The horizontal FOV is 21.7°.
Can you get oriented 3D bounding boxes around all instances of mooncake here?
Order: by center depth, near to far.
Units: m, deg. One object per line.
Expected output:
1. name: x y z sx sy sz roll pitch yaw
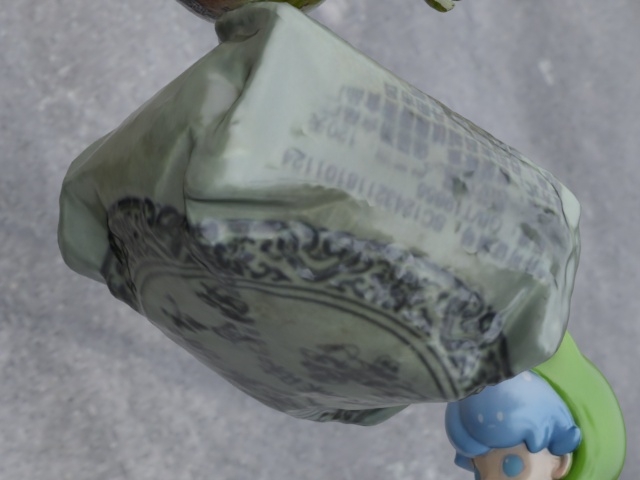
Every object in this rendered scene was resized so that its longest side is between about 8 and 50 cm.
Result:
1. mooncake: -0.001 0.005 0.891 0.254 0.250 0.136 27 67 -17

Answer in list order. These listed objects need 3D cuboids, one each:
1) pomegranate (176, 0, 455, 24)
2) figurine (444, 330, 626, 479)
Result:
1. pomegranate: -0.016 -0.186 1.012 0.220 0.156 0.156 30 33 16
2. figurine: 0.183 0.205 1.406 0.143 0.162 0.263 0 75 -22
